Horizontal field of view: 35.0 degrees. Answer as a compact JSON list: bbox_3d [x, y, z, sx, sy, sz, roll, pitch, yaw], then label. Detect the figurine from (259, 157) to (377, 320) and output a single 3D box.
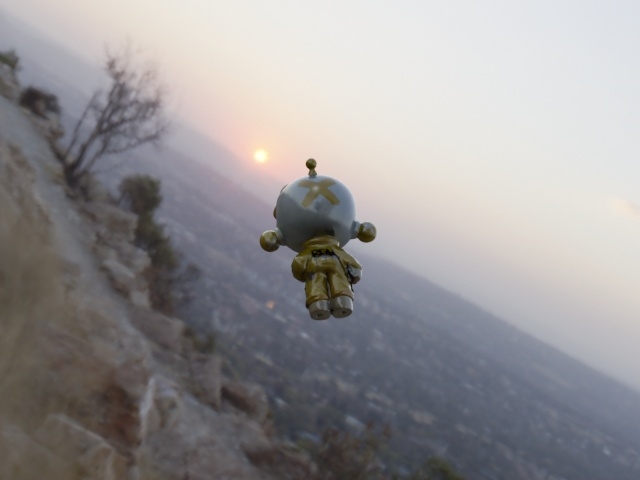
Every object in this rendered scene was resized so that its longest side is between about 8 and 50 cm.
[{"bbox_3d":[-0.005,0.002,0.919,0.102,0.143,0.068,15,-29,6],"label":"figurine"}]
